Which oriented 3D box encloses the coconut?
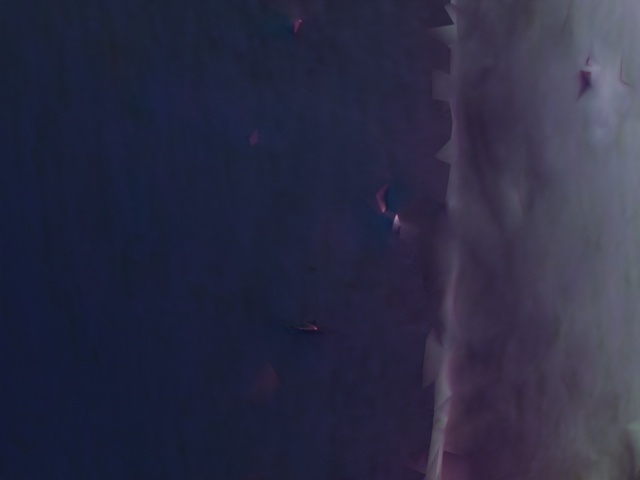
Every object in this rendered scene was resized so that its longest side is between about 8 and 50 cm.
[{"bbox_3d":[-0.009,-0.088,0.500,0.297,0.297,0.309,-88,174,-69],"label":"coconut"}]
